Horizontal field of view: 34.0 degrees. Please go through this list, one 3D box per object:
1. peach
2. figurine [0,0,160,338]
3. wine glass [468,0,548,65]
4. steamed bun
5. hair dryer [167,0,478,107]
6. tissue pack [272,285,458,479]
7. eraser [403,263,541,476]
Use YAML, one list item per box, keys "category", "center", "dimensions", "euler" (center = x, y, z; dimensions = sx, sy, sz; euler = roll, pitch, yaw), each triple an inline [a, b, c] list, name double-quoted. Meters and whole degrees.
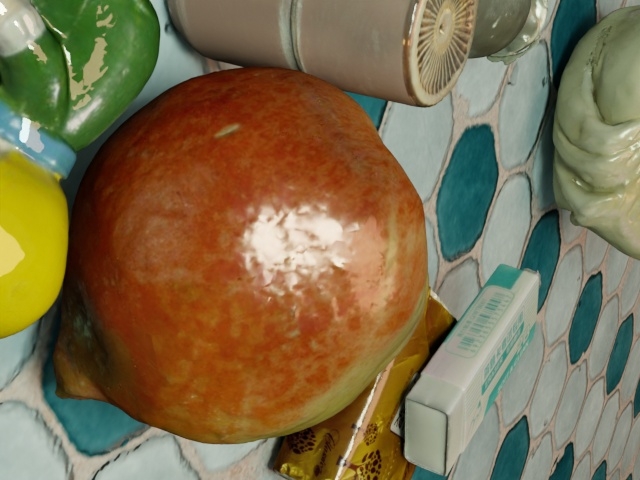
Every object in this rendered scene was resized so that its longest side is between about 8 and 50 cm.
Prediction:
- category: "peach"
  center: [-0.060, 0.019, 0.660]
  dimensions: [0.256, 0.232, 0.232]
  euler: [-28, 144, 4]
- category: "figurine"
  center: [-0.183, -0.052, 0.505]
  dimensions: [0.234, 0.127, 0.185]
  euler: [-57, 144, -9]
- category: "wine glass"
  center: [0.132, -0.224, 0.963]
  dimensions: [0.204, 0.111, 0.111]
  euler: [-6, 109, -57]
- category: "steamed bun"
  center: [0.461, -0.160, 1.428]
  dimensions: [0.352, 0.247, 0.339]
  euler: [22, 109, -27]
- category: "hair dryer"
  center: [0.059, -0.210, 0.773]
  dimensions: [0.344, 0.189, 0.107]
  euler: [-42, 140, -47]
- category: "tissue pack"
  center: [0.054, 0.151, 1.041]
  dimensions: [0.226, 0.092, 0.183]
  euler: [-65, 152, -12]
- category: "eraser"
  center: [0.156, 0.124, 1.060]
  dimensions: [0.225, 0.052, 0.095]
  euler: [-47, 146, -42]
